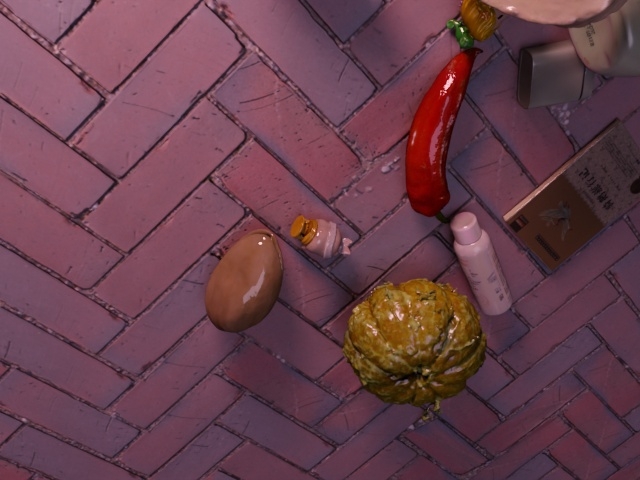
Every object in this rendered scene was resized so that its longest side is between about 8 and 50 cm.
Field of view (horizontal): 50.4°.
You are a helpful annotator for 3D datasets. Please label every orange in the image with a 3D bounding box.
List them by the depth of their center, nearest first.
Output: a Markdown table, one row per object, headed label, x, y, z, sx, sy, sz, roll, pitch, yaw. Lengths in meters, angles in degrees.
| label | x | y | z | sx | sy | sz | roll | pitch | yaw |
| --- | --- | --- | --- | --- | --- | --- | --- | --- | --- |
| orange | 0.188 | 0.212 | 1.444 | 0.301 | 0.223 | 0.300 | 23 | 117 | -22 |

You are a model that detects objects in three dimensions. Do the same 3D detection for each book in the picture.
| label | x | y | z | sx | sy | sz | roll | pitch | yaw |
| --- | --- | --- | --- | --- | --- | --- | --- | --- | --- |
| book | 0.574 | -0.091 | 1.488 | 0.310 | 0.021 | 0.217 | -43 | 124 | 12 |

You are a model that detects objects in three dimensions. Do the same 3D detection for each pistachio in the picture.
| label | x | y | z | sx | sy | sz | roll | pitch | yaw |
| --- | --- | --- | --- | --- | --- | --- | --- | --- | --- |
| pistachio | -0.144 | 0.082 | 1.318 | 0.136 | 0.136 | 0.226 | 17 | 109 | -26 |

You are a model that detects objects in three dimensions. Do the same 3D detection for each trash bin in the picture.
| label | x | y | z | sx | sy | sz | roll | pitch | yaw |
| --- | --- | --- | --- | --- | --- | --- | --- | --- | --- |
| trash bin | 0.444 | -0.314 | 1.281 | 0.130 | 0.059 | 0.116 | -13 | 124 | -8 |

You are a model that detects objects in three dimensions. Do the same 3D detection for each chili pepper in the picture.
| label | x | y | z | sx | sy | sz | roll | pitch | yaw |
| --- | --- | --- | --- | --- | --- | --- | --- | --- | --- |
| chili pepper | 0.227 | -0.172 | 1.290 | 0.137 | 0.092 | 0.368 | -12 | 128 | -24 |

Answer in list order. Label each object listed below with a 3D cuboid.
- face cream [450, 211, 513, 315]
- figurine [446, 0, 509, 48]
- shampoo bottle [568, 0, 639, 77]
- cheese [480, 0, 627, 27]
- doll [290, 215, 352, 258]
| label | x | y | z | sx | sy | sz | roll | pitch | yaw |
| --- | --- | --- | --- | --- | --- | --- | --- | --- | --- |
| face cream | 0.345 | 0.050 | 1.471 | 0.082 | 0.082 | 0.269 | -29 | 125 | 2 |
| figurine | 0.279 | -0.411 | 1.164 | 0.095 | 0.115 | 0.156 | -10 | 154 | -51 |
| shampoo bottle | 0.621 | -0.420 | 1.198 | 0.350 | 0.151 | 0.221 | -18 | 85 | -14 |
| cheese | 0.328 | -0.472 | 0.977 | 0.332 | 0.153 | 0.292 | 40 | 119 | 9 |
| doll | 0.000 | 0.000 | 1.345 | 0.127 | 0.073 | 0.084 | 25 | 144 | -25 |
